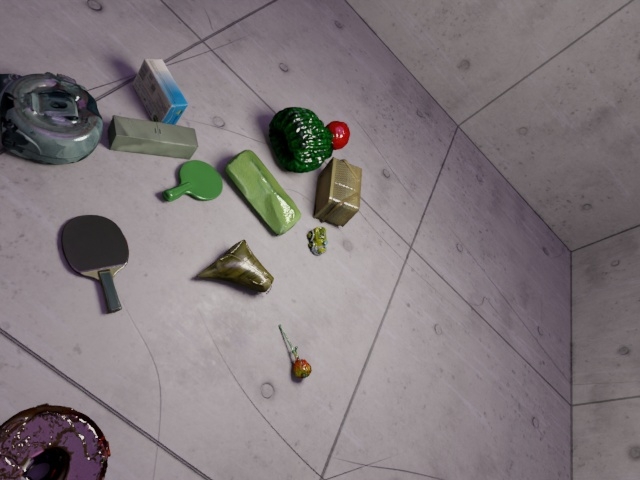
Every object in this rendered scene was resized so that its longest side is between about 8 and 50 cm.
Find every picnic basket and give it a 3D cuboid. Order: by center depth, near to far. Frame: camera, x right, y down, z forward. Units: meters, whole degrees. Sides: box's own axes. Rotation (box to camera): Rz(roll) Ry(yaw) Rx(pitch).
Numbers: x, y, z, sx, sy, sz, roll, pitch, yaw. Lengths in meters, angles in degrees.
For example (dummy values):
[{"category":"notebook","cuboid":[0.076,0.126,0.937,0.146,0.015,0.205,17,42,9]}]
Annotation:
[{"category":"picnic basket","cuboid":[0.074,-0.203,1.851,0.139,0.165,0.266,19,55,-19]}]

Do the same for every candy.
[{"category":"candy","cuboid":[-0.094,0.374,1.484,0.061,0.060,0.200,-13,67,-43]},{"category":"candy","cuboid":[-0.213,-0.183,1.652,0.343,0.132,0.142,52,2,-6]}]

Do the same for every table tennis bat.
[{"category":"table tennis bat","cuboid":[-0.619,0.060,1.238,0.174,0.022,0.300,-11,73,-44]},{"category":"table tennis bat","cuboid":[-0.445,-0.195,1.522,0.160,0.039,0.257,53,40,-4]}]

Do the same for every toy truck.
[{"category":"toy truck","cuboid":[0.000,0.000,1.747,0.076,0.077,0.111,10,60,-35]}]

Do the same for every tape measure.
[{"category":"tape measure","cuboid":[-0.777,-0.351,1.255,0.275,0.147,0.256,-6,71,-40]}]

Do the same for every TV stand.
[{"category":"TV stand","cuboid":[-0.560,-0.343,1.472,0.270,0.088,0.082,-1,67,-41]}]

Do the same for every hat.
[{"category":"hat","cuboid":[-0.031,-0.428,1.840,0.333,0.242,0.273,-16,86,-32]}]

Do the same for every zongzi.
[{"category":"zongzi","cuboid":[-0.269,0.131,1.441,0.204,0.094,0.204,51,49,-4]}]

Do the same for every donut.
[{"category":"donut","cuboid":[-0.604,0.495,0.948,0.270,0.103,0.269,18,58,-32]}]

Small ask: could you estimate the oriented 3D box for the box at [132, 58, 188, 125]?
[{"category":"box","cuboid":[-0.562,-0.510,1.528,0.073,0.139,0.194,-27,85,-46]}]
